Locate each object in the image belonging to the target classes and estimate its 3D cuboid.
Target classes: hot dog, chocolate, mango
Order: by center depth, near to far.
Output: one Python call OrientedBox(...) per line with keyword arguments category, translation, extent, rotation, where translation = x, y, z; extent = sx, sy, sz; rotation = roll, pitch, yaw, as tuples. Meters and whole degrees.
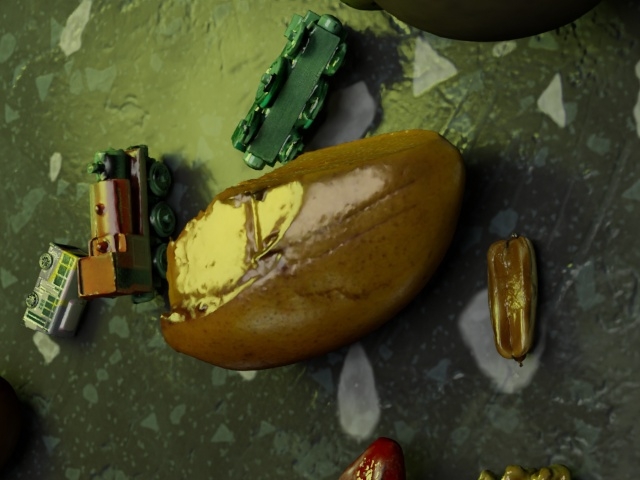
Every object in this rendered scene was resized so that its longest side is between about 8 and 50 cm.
OrientedBox(category="hot dog", translation=(0.188, 0.057, 1.902), extent=(0.056, 0.041, 0.133), rotation=(-10, 72, 32))
OrientedBox(category="mango", translation=(0.000, 0.000, 1.953), extent=(0.350, 0.199, 0.201), rotation=(-27, 36, 22))
OrientedBox(category="chocolate", translation=(-0.401, 0.218, 2.233), extent=(0.127, 0.124, 0.133), rotation=(8, 121, 32))

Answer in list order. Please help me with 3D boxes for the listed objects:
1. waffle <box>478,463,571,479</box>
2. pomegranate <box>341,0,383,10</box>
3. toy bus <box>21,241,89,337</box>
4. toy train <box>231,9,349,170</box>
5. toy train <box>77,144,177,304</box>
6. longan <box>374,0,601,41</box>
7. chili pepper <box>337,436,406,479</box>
OrientedBox(category="waffle", translation=(0.194, 0.311, 1.859), extent=(0.160, 0.055, 0.210), rotation=(25, 98, 34))
OrientedBox(category="pomegranate", translation=(0.054, -0.295, 1.976), extent=(0.130, 0.130, 0.130), rotation=(-4, 83, 33))
OrientedBox(category="toy bus", translation=(-0.291, 0.059, 2.211), extent=(0.058, 0.052, 0.102), rotation=(25, 97, 34))
OrientedBox(category="toy train", translation=(-0.031, -0.156, 2.035), extent=(0.071, 0.104, 0.178), rotation=(27, 98, -11))
OrientedBox(category="toy train", translation=(-0.212, -0.020, 2.126), extent=(0.074, 0.118, 0.175), rotation=(-7, 83, 30))
OrientedBox(category="longan", translation=(0.147, -0.357, 1.789), extent=(0.361, 0.361, 0.361), rotation=(-4, 83, 33))
OrientedBox(category="chili pepper", translation=(0.040, 0.320, 1.935), extent=(0.136, 0.144, 0.252), rotation=(8, 80, 16))
